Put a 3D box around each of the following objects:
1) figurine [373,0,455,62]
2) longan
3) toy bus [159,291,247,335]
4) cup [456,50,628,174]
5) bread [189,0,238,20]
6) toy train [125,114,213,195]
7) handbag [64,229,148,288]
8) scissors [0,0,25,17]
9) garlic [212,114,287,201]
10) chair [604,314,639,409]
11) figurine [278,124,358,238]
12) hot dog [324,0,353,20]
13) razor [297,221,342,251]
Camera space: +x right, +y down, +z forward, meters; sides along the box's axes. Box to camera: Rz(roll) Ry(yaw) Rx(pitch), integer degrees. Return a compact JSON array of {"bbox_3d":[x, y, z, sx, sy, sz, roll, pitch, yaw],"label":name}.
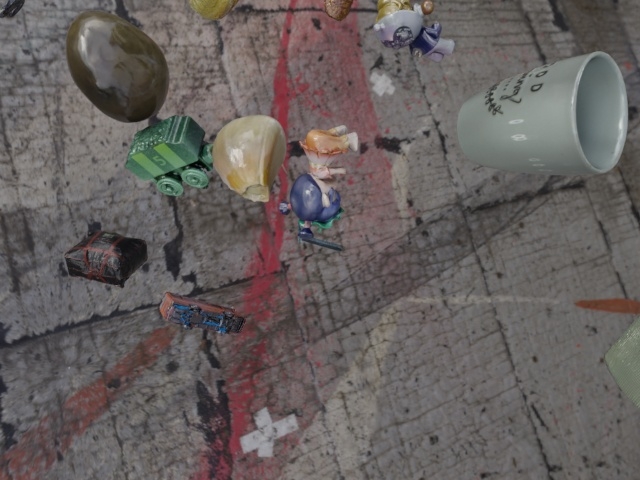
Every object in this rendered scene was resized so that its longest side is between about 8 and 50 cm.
[{"bbox_3d":[0.271,-0.613,1.481,0.274,0.193,0.133,27,66,-50],"label":"figurine"},{"bbox_3d":[-0.615,-0.522,1.505,0.288,0.350,0.289,-8,63,16],"label":"longan"},{"bbox_3d":[-0.320,0.203,1.363,0.234,0.096,0.074,21,99,-40],"label":"toy bus"},{"bbox_3d":[0.392,-0.231,0.871,0.258,0.234,0.186,-50,121,-21],"label":"cup"},{"bbox_3d":[-0.274,-0.688,1.350,0.106,0.236,0.140,27,83,-27],"label":"bread"},{"bbox_3d":[-0.490,-0.275,1.650,0.238,0.299,0.167,45,38,-45],"label":"toy train"},{"bbox_3d":[-0.706,0.060,1.634,0.215,0.155,0.169,10,39,5],"label":"handbag"},{"bbox_3d":[-0.971,-0.681,1.492,0.022,0.109,0.300,35,40,-23],"label":"scissors"},{"bbox_3d":[-0.132,-0.179,1.027,0.164,0.145,0.245,62,21,-18],"label":"garlic"},{"bbox_3d":[0.487,0.061,0.540,0.186,0.160,0.319,4,116,-16],"label":"chair"},{"bbox_3d":[-0.006,-0.106,0.882,0.102,0.111,0.195,-4,117,-23],"label":"figurine"},{"bbox_3d":[0.040,-0.462,0.939,0.058,0.083,0.035,7,33,-30],"label":"hot dog"},{"bbox_3d":[-0.004,0.002,1.469,0.190,0.033,0.066,19,58,-42],"label":"razor"}]
